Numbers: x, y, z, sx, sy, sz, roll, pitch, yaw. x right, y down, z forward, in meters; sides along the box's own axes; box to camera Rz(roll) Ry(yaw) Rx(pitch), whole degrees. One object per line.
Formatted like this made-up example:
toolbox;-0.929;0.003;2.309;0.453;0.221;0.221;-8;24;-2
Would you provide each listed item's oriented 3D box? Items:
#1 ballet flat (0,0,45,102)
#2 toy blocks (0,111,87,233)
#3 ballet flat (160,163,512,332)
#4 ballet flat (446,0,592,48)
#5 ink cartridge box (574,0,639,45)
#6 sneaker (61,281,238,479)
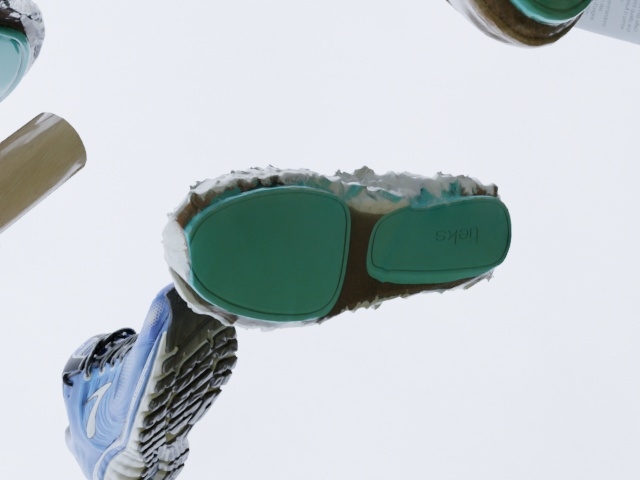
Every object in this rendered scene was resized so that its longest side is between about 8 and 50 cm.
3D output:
ballet flat;-0.299;-0.225;1.236;0.164;0.483;0.182;4;-98;-11
toy blocks;-0.361;-0.064;0.890;0.260;0.289;0.309;-44;-73;-36
ballet flat;0.000;0.000;1.389;0.409;0.147;0.147;0;-95;-43
ballet flat;0.100;-0.209;0.847;0.116;0.124;0.342;46;-135;-30
ink cartridge box;0.269;-0.275;1.310;0.324;0.330;0.071;-54;-21;-47
sneaker;-0.190;0.141;1.507;0.147;0.330;0.130;44;-133;14
